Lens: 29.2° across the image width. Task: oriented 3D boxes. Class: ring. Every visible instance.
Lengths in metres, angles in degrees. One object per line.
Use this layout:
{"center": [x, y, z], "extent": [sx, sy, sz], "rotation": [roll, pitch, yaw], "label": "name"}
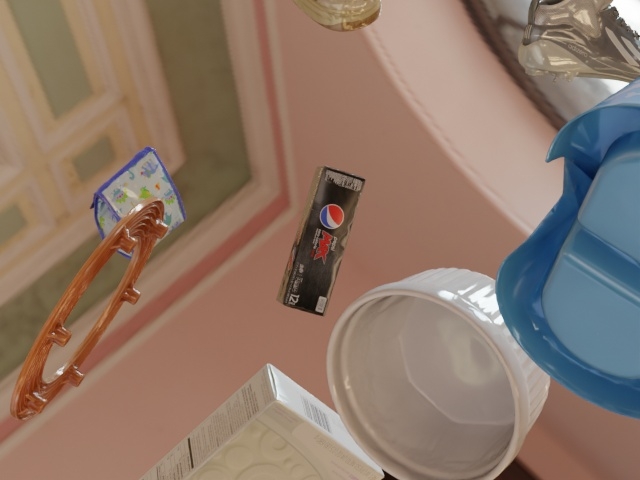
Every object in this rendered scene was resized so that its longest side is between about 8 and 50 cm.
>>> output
{"center": [-0.289, 0.093, 1.585], "extent": [0.336, 0.032, 0.336], "rotation": [-59, -3, -5], "label": "ring"}

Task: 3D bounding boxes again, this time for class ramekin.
{"center": [0.119, 0.123, 1.170], "extent": [0.109, 0.207, 0.207], "rotation": [-30, -27, -51], "label": "ramekin"}

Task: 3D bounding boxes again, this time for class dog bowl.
{"center": [0.221, 0.004, 0.814], "extent": [0.074, 0.166, 0.297], "rotation": [-46, -19, -30], "label": "dog bowl"}

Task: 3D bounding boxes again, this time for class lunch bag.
{"center": [-0.303, -0.063, 2.004], "extent": [0.129, 0.096, 0.151], "rotation": [-47, -33, -29], "label": "lunch bag"}

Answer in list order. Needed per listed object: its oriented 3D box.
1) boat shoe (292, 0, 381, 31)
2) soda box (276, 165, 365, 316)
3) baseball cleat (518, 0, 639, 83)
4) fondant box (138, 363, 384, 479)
{"center": [-0.046, -0.397, 1.567], "extent": [0.122, 0.341, 0.110], "rotation": [-35, -33, -26], "label": "boat shoe"}
{"center": [0.000, 0.000, 1.432], "extent": [0.060, 0.053, 0.169], "rotation": [-165, 92, -80], "label": "soda box"}
{"center": [0.287, -0.202, 1.195], "extent": [0.206, 0.072, 0.109], "rotation": [-3, -69, -33], "label": "baseball cleat"}
{"center": [-0.105, 0.371, 1.839], "extent": [0.330, 0.096, 0.238], "rotation": [-42, -60, 14], "label": "fondant box"}
